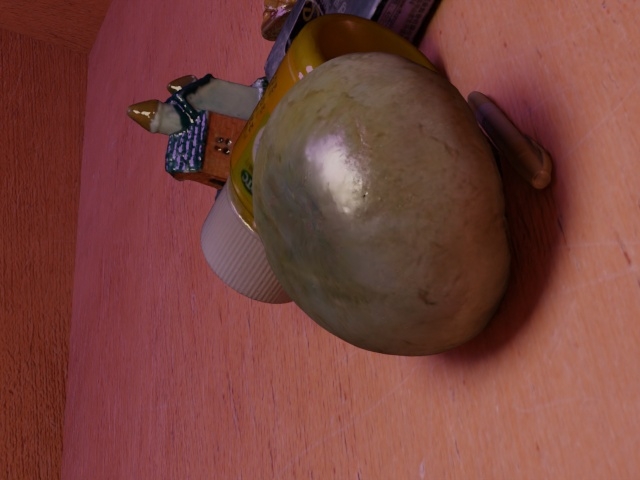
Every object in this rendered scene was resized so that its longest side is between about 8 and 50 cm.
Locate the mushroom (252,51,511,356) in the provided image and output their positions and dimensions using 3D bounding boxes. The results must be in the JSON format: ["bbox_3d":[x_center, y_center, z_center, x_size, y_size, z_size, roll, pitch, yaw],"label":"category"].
[{"bbox_3d":[0.073,-0.037,1.310,0.352,0.260,0.352,29,128,45],"label":"mushroom"}]

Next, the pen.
[{"bbox_3d":[0.216,-0.123,1.341,0.040,0.032,0.233,-45,31,15],"label":"pen"}]

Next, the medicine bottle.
[{"bbox_3d":[-0.009,-0.101,1.598,0.384,0.224,0.224,-55,30,38],"label":"medicine bottle"}]

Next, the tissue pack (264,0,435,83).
[{"bbox_3d":[0.051,-0.326,1.743,0.361,0.122,0.259,-58,31,31],"label":"tissue pack"}]

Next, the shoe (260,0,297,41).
[{"bbox_3d":[-0.072,-0.422,2.152,0.109,0.072,0.069,-53,36,42],"label":"shoe"}]

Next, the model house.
[{"bbox_3d":[-0.214,-0.194,2.071,0.184,0.291,0.253,-14,63,59],"label":"model house"}]
